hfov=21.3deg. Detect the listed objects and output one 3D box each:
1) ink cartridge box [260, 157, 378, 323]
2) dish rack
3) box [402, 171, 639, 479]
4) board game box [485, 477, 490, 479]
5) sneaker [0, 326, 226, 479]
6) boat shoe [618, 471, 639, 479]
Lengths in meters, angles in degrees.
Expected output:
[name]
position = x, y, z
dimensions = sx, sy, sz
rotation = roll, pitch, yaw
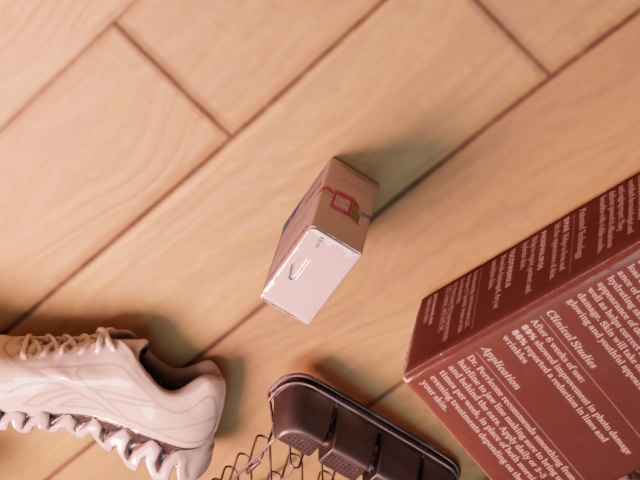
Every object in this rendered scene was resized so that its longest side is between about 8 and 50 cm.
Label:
[ink cartridge box]
position = 0.000, 0.000, 1.446
dimensions = 0.052, 0.122, 0.088
rotation = 31, 121, -8
[dish rack]
position = -0.022, 0.267, 1.626
dimensions = 0.208, 0.074, 0.271
rotation = 32, 123, -17
[box]
position = 0.277, 0.060, 1.423
dimensions = 0.381, 0.143, 0.191
rotation = -31, 110, 27
[board game box]
position = 0.248, 0.337, 1.654
dimensions = 0.281, 0.027, 0.145
rotation = 35, 121, -10
[sneaker]
position = -0.227, 0.125, 1.583
dimensions = 0.292, 0.110, 0.118
rotation = 18, 114, -10
[boat shoe]
position = 0.222, 0.337, 1.583
dimensions = 0.094, 0.109, 0.302
rotation = 37, 117, -14
